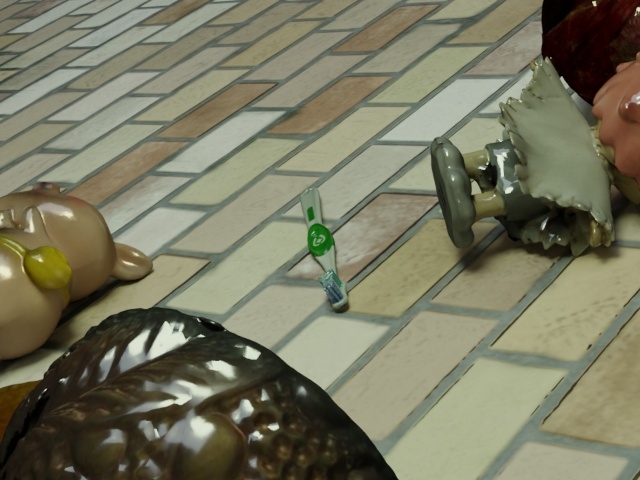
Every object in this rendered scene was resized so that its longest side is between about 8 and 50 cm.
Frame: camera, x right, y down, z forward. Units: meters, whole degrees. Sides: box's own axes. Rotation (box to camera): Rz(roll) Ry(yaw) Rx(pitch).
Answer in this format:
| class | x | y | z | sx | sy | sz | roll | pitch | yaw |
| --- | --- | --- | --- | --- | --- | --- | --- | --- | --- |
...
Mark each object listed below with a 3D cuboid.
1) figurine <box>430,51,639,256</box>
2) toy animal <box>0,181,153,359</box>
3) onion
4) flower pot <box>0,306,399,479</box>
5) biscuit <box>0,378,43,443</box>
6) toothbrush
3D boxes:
| class | x | y | z | sx | sy | sz | roll | pitch | yaw |
| --- | --- | --- | --- | --- | --- | --- | --- | --- | --- |
| figurine | 0.300 | -0.093 | 1.283 | 0.387 | 0.166 | 0.207 | -15 | 58 | 0 |
| toy animal | -0.308 | 0.033 | 1.414 | 0.165 | 0.149 | 0.248 | 13 | 27 | 21 |
| onion | 0.351 | -0.269 | 1.471 | 0.221 | 0.281 | 0.281 | 2 | 23 | -7 |
| flower pot | -0.112 | 0.218 | 0.772 | 0.267 | 0.266 | 0.267 | 7 | 44 | 43 |
| biscuit | -0.267 | 0.230 | 1.053 | 0.394 | 0.070 | 0.350 | -8 | 28 | 21 |
| toothbrush | 0.001 | 0.001 | 1.420 | 0.030 | 0.030 | 0.304 | -17 | 21 | 1 |
